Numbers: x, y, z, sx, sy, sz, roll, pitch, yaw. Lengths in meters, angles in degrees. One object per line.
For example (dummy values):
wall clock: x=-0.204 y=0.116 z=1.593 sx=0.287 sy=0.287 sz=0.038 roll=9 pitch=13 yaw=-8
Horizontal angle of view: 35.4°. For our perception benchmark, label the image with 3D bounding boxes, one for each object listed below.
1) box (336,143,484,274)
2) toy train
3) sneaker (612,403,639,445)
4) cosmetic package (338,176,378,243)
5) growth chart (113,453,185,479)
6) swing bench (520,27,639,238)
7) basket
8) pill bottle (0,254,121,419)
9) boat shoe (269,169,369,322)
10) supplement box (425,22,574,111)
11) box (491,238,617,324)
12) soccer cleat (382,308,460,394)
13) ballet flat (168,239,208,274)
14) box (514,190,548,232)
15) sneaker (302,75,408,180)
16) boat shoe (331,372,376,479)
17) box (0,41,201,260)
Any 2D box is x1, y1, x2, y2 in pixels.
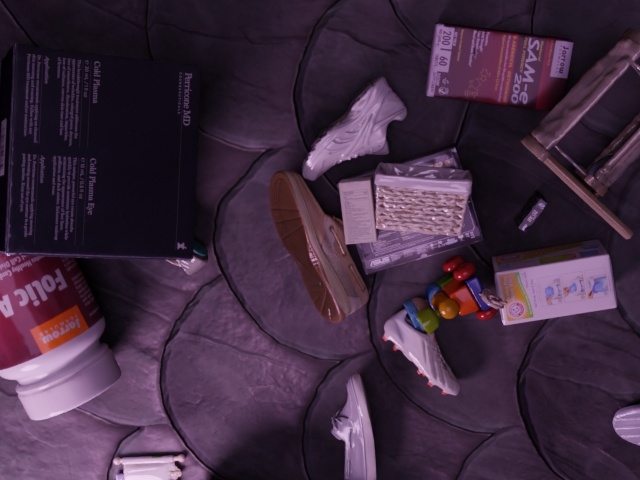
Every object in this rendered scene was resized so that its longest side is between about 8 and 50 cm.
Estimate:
box: x=0.164 y=-0.057 z=1.844 sx=0.231 sy=0.056 sz=0.183 roll=-18 pitch=100 yaw=9
toy train: x=0.233 y=0.117 z=1.770 sx=0.143 sy=0.248 sz=0.105 roll=-31 pitch=99 yaw=0
sneaker: x=0.684 y=0.330 z=1.877 sx=0.258 sy=0.091 sz=0.094 roll=-7 pitch=109 yaw=28
cosmetic package: x=0.069 y=-0.054 z=1.803 sx=0.060 sy=0.041 sz=0.115 roll=-4 pitch=103 yaw=8
growth chart: x=-0.359 y=0.544 z=2.049 sx=0.172 sy=0.021 sz=0.237 roll=2 pitch=103 yaw=5
swing bench: x=0.501 y=-0.190 z=1.694 sx=0.255 sy=0.165 sz=0.253 roll=38 pitch=103 yaw=-23
basket: x=0.177 y=-0.072 z=1.752 sx=0.167 sy=0.113 sz=0.103 roll=5 pitch=105 yaw=5
pill bottle: x=-0.539 y=0.118 z=1.860 sx=0.224 sy=0.224 sz=0.392 roll=-23 pitch=100 yaw=10
boat shoe: x=0.000 y=0.000 z=1.858 sx=0.098 sy=0.109 sz=0.302 roll=-30 pitch=101 yaw=-29
supplement box: x=0.313 y=-0.305 z=1.765 sx=0.240 sy=0.073 sz=0.130 roll=7 pitch=104 yaw=2
box: x=0.420 y=0.075 z=1.822 sx=0.203 sy=0.114 sz=0.103 roll=-10 pitch=103 yaw=8
soccer cleat: x=0.203 y=0.213 z=1.901 sx=0.196 sy=0.068 sz=0.076 roll=44 pitch=100 yaw=-3
ballet flat: x=-0.306 y=-0.015 z=1.889 sx=0.213 sy=0.072 sz=0.068 roll=42 pitch=112 yaw=-5
box: x=0.380 y=-0.053 z=1.812 sx=0.018 sy=0.083 sz=0.067 roll=35 pitch=103 yaw=-2
sneaker: x=0.066 y=-0.179 z=1.810 sx=0.115 sy=0.090 sz=0.232 roll=43 pitch=104 yaw=-9
boat shoe: x=0.061 y=0.368 z=1.941 sx=0.081 sy=0.079 sz=0.227 roll=-7 pitch=106 yaw=2
box: x=-0.384 y=-0.139 z=1.713 sx=0.313 sy=0.179 sz=0.343 roll=3 pitch=89 yaw=-24
